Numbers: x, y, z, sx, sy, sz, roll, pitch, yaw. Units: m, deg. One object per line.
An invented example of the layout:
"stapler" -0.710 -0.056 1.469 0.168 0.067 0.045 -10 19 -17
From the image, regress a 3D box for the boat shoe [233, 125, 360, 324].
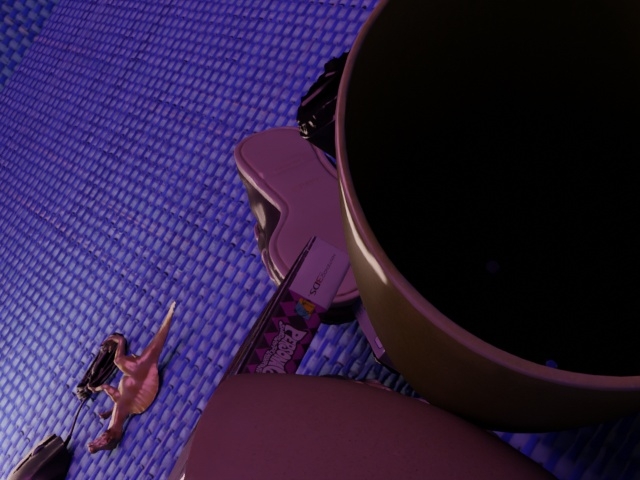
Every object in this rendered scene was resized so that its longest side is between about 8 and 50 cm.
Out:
"boat shoe" 0.000 0.000 1.518 0.112 0.096 0.335 -20 30 -5

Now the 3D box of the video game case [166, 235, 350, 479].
"video game case" -0.061 0.126 1.306 0.210 0.041 0.232 -63 3 -26

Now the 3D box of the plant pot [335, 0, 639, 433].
"plant pot" 0.131 0.007 1.006 0.293 0.274 0.275 102 -171 -65

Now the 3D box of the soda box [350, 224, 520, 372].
"soda box" 0.152 -0.017 1.217 0.286 0.098 0.091 -51 24 11

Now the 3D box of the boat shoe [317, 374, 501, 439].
"boat shoe" 0.013 0.147 1.265 0.302 0.103 0.113 -12 51 59

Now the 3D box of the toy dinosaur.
"toy dinosaur" -0.191 0.137 1.748 0.092 0.053 0.183 33 97 51

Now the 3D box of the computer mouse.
"computer mouse" -0.284 0.203 1.831 0.071 0.041 0.242 -4 56 62

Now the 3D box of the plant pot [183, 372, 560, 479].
"plant pot" 0.053 0.210 0.970 0.190 0.284 0.284 -6 44 15

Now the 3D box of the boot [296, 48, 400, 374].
"boot" 0.058 -0.040 1.289 0.246 0.207 0.094 -51 25 13
